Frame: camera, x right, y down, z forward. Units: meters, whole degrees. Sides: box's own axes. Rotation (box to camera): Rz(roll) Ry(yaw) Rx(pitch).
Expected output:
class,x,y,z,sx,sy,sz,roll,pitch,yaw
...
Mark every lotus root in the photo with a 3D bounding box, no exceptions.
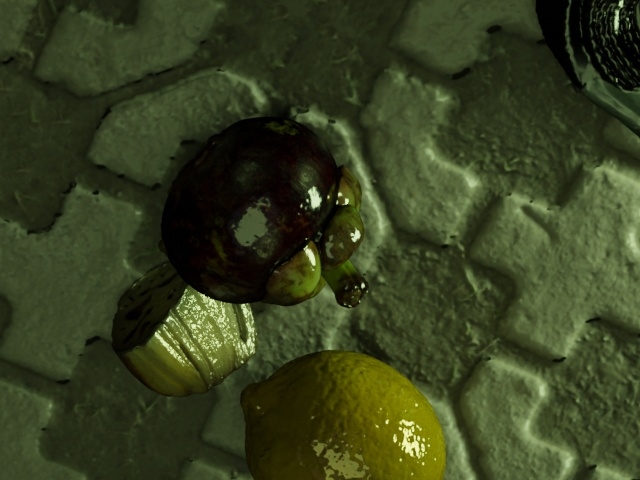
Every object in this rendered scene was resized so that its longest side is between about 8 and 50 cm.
class,x,y,z,sx,sy,sz,roll,pitch,yaw
lotus root,-0.146,0.090,1.983,0.159,0.095,0.135,-43,118,-30

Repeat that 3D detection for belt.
class,x,y,z,sx,sy,sz,roll,pitch,yaw
belt,0.349,-0.180,1.860,0.289,0.164,0.184,33,97,-13

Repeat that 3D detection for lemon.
class,x,y,z,sx,sy,sz,roll,pitch,yaw
lemon,0.026,0.214,1.979,0.256,0.188,0.188,35,105,-18

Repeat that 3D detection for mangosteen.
class,x,y,z,sx,sy,sz,roll,pitch,yaw
mangosteen,-0.043,-0.012,1.885,0.217,0.192,0.192,39,104,-5
